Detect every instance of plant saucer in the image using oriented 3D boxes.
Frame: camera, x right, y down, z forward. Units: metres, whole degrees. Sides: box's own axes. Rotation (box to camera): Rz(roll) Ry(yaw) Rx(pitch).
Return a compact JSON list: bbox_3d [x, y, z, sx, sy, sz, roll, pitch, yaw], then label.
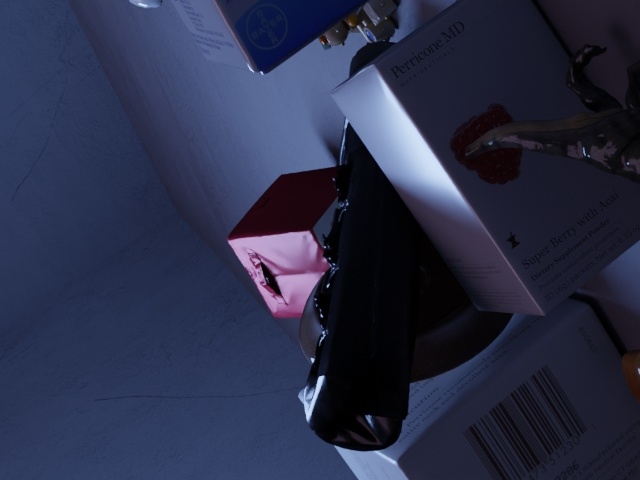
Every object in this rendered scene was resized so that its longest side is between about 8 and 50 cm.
[{"bbox_3d":[0.112,0.073,1.562,0.310,0.310,0.050,38,153,52],"label":"plant saucer"}]

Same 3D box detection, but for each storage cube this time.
[{"bbox_3d":[0.000,0.000,1.923,0.193,0.215,0.183,-5,124,42],"label":"storage cube"}]

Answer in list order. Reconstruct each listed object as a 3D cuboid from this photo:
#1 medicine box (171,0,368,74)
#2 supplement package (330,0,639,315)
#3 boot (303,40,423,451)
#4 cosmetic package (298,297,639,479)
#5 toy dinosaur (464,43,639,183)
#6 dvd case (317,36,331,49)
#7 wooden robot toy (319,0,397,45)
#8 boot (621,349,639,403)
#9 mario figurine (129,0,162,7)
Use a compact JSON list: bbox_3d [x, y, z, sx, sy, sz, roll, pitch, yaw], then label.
[{"bbox_3d":[-0.053,-0.354,1.106,0.289,0.263,0.149,59,166,-26],"label":"medicine box"},{"bbox_3d":[0.177,-0.092,1.173,0.293,0.177,0.175,54,168,-6],"label":"supplement package"},{"bbox_3d":[0.077,0.045,1.395,0.367,0.146,0.445,72,-162,-59],"label":"boot"},{"bbox_3d":[0.234,0.277,1.610,0.327,0.329,0.394,56,169,-16],"label":"cosmetic package"},{"bbox_3d":[0.250,-0.107,0.986,0.268,0.118,0.064,13,-170,30],"label":"toy dinosaur"},{"bbox_3d":[-0.008,-0.310,1.517,0.087,0.013,0.119,60,-162,-27],"label":"dvd case"},{"bbox_3d":[0.039,-0.264,1.448,0.076,0.079,0.173,57,168,-16],"label":"wooden robot toy"},{"bbox_3d":[0.387,0.127,1.216,0.283,0.109,0.220,49,173,-12],"label":"boot"},{"bbox_3d":[-0.268,-0.467,1.685,0.320,0.198,0.170,42,175,-34],"label":"mario figurine"}]
